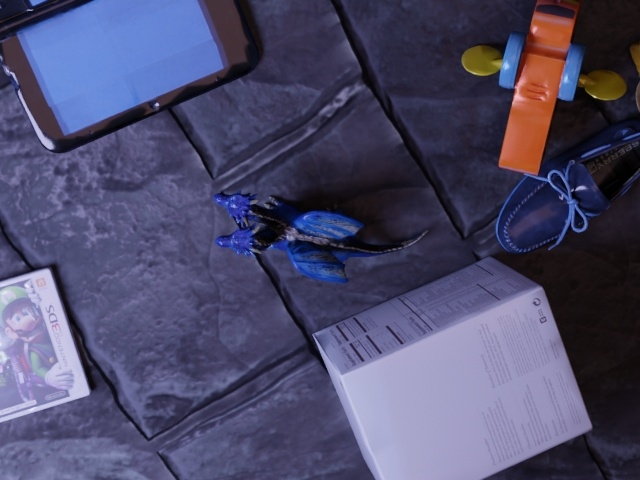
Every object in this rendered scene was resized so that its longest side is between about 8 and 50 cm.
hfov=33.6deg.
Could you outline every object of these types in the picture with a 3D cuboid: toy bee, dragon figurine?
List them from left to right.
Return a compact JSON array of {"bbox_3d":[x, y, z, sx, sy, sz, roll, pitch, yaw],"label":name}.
[{"bbox_3d":[0.000,0.000,1.304,0.289,0.144,0.085,14,97,-12],"label":"dragon figurine"},{"bbox_3d":[0.296,-0.237,1.322,0.195,0.162,0.298,32,125,2],"label":"toy bee"}]

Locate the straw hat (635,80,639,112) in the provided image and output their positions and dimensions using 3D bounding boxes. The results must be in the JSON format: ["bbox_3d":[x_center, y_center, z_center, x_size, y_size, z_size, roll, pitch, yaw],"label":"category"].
[{"bbox_3d":[0.479,-0.170,1.352,0.144,0.144,0.061,-33,144,-3],"label":"straw hat"}]

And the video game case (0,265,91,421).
[{"bbox_3d":[-0.403,0.140,1.322,0.190,0.022,0.173,-16,102,-7],"label":"video game case"}]

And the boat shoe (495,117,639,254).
[{"bbox_3d":[0.338,-0.079,1.377,0.258,0.089,0.109,-43,104,0],"label":"boat shoe"}]

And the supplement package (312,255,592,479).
[{"bbox_3d":[0.159,0.174,1.334,0.262,0.198,0.199,-23,103,-5],"label":"supplement package"}]

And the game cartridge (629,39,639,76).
[{"bbox_3d":[0.597,-0.168,1.427,0.285,0.053,0.324,-25,103,-5],"label":"game cartridge"}]

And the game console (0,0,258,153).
[{"bbox_3d":[-0.238,-0.262,1.211,0.293,0.250,0.173,-25,76,-5],"label":"game console"}]
